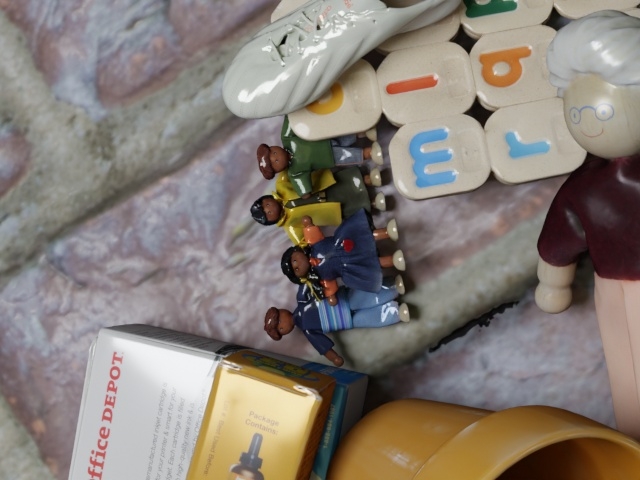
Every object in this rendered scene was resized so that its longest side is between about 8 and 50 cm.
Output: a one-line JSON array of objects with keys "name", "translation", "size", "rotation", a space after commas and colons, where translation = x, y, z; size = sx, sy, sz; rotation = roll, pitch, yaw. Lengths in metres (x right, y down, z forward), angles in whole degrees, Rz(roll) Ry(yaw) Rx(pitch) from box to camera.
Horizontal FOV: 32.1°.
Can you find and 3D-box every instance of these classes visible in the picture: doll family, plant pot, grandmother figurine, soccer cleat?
[{"name": "doll family", "translation": [0.000, 0.000, 0.852], "size": [0.111, 0.076, 0.193], "rotation": [-12, 81, -5]}, {"name": "plant pot", "translation": [0.101, 0.195, 0.750], "size": [0.205, 0.188, 0.205], "rotation": [-6, 103, -27]}, {"name": "grandmother figurine", "translation": [0.224, 0.016, 0.737], "size": [0.208, 0.104, 0.342], "rotation": [-10, 100, 34]}, {"name": "soccer cleat", "translation": [0.014, -0.152, 0.785], "size": [0.196, 0.076, 0.068], "rotation": [-29, 79, 0]}]

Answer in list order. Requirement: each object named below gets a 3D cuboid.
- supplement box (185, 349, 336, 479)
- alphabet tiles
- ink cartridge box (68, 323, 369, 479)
[{"name": "supplement box", "translation": [-0.058, 0.198, 0.778], "size": [0.078, 0.080, 0.233], "rotation": [18, 97, 12]}, {"name": "alphabet tiles", "translation": [0.102, -0.175, 0.831], "size": [0.278, 0.021, 0.284], "rotation": [-11, 80, 3]}, {"name": "ink cartridge box", "translation": [-0.080, 0.156, 0.866], "size": [0.203, 0.086, 0.148], "rotation": [12, 93, 14]}]
